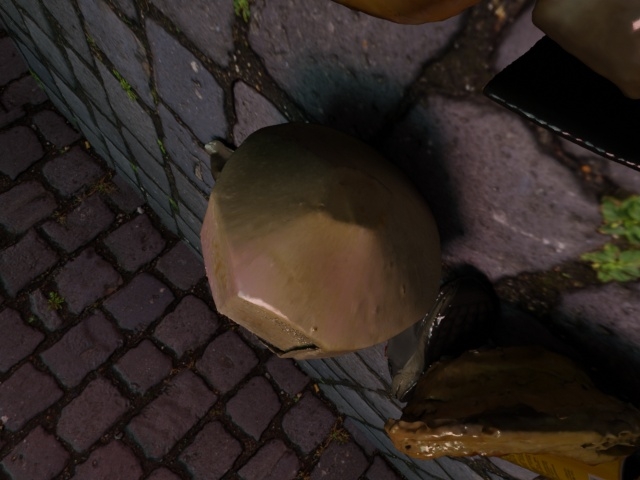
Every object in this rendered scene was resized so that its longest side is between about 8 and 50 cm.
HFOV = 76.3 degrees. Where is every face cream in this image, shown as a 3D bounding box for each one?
[{"bbox_3d":[0.403,0.370,0.744,0.105,0.105,0.349,49,158,-6],"label":"face cream"}]

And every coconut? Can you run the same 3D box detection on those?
[{"bbox_3d":[0.000,0.000,0.582,0.353,0.352,0.352,38,156,20],"label":"coconut"}]

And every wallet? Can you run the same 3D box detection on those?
[{"bbox_3d":[0.242,-0.072,0.271,0.244,0.124,0.025,37,148,23],"label":"wallet"}]

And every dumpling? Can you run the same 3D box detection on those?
[{"bbox_3d":[-0.167,-0.112,0.986,0.332,0.086,0.166,46,161,-10],"label":"dumpling"}]

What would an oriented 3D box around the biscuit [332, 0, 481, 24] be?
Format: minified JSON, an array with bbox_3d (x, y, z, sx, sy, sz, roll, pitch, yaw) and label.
[{"bbox_3d":[0.009,-0.361,0.235,0.446,0.104,0.429,39,157,24],"label":"biscuit"}]

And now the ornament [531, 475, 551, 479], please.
[{"bbox_3d":[0.471,0.536,0.694,0.259,0.259,0.225,50,171,-8],"label":"ornament"}]

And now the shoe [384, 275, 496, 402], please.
[{"bbox_3d":[0.193,0.151,0.756,0.336,0.132,0.171,100,156,-43],"label":"shoe"}]

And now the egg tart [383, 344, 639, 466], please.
[{"bbox_3d":[0.267,0.240,0.609,0.352,0.150,0.352,-2,157,-1],"label":"egg tart"}]

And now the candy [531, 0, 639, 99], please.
[{"bbox_3d":[0.212,-0.177,0.182,0.104,0.102,0.234,44,160,7],"label":"candy"}]

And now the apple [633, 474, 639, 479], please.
[{"bbox_3d":[0.472,0.337,0.498,0.147,0.158,0.156,47,153,-6],"label":"apple"}]
